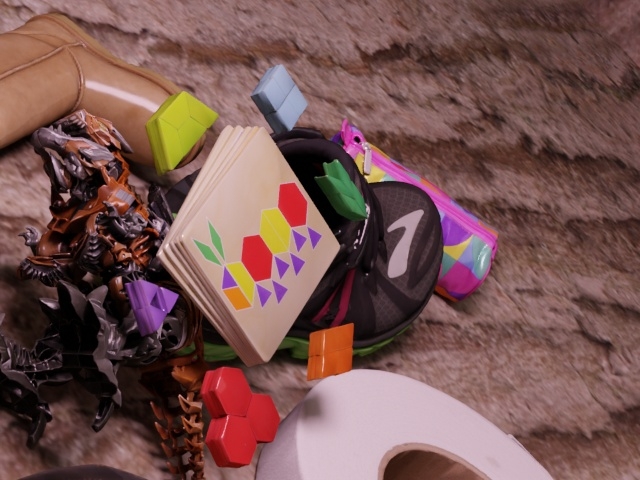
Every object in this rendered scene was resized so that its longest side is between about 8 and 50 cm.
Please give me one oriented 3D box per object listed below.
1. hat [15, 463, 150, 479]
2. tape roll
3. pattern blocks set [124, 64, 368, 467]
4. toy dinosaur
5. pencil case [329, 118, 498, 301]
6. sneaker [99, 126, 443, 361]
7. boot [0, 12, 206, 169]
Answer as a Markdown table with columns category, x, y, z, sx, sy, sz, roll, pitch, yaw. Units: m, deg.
| category | x | y | z | sx | sy | sz | roll | pitch | yaw |
| --- | --- | --- | --- | --- | --- | --- | --- | --- | --- |
| hat | -0.155 | 0.311 | 1.216 | 0.134 | 0.331 | 0.331 | 71 | -5 | -51 |
| tape roll | 0.115 | 0.282 | 1.727 | 0.392 | 0.072 | 0.392 | 32 | 27 | -18 |
| pattern blocks set | -0.059 | 0.006 | 1.603 | 0.285 | 0.026 | 0.325 | 63 | 37 | -15 |
| toy dinosaur | -0.160 | 0.057 | 1.567 | 0.322 | 0.164 | 0.218 | 52 | 38 | 6 |
| pencil case | 0.090 | -0.031 | 2.139 | 0.236 | 0.104 | 0.104 | 35 | 27 | -13 |
| sneaker | 0.000 | 0.000 | 1.853 | 0.185 | 0.202 | 0.483 | 51 | 28 | 17 |
| boot | -0.261 | -0.119 | 1.826 | 0.236 | 0.089 | 0.269 | 32 | 24 | 11 |
